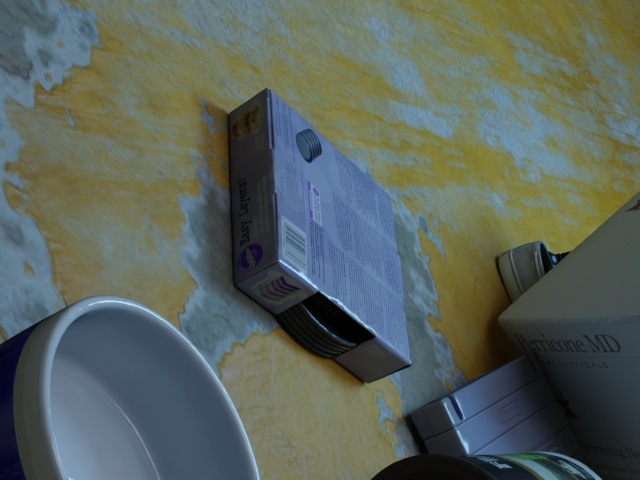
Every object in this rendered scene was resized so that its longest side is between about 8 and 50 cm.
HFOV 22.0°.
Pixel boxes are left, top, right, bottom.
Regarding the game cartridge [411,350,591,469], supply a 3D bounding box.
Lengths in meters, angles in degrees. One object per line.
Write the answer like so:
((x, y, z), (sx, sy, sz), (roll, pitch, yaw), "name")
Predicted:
((0.236, 0.273, 2.011), (0.355, 0.068, 0.230), (-13, 80, -64), "game cartridge")

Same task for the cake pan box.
((0.000, 0.000, 1.819), (0.246, 0.070, 0.266), (36, 35, -40), "cake pan box")

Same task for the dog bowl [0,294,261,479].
((-0.163, 0.182, 1.283), (0.265, 0.104, 0.265), (44, 31, -35), "dog bowl")

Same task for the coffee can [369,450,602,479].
((0.173, 0.317, 1.676), (0.275, 0.202, 0.201), (12, 55, -60), "coffee can")

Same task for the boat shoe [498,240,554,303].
((0.330, 0.107, 2.323), (0.079, 0.081, 0.227), (-6, 70, -63), "boat shoe")

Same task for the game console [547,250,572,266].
((0.392, 0.062, 2.499), (0.107, 0.071, 0.122), (23, 45, -54), "game console")

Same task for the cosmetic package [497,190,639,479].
((0.520, 0.164, 2.179), (0.327, 0.329, 0.393), (-39, 104, -24), "cosmetic package")
